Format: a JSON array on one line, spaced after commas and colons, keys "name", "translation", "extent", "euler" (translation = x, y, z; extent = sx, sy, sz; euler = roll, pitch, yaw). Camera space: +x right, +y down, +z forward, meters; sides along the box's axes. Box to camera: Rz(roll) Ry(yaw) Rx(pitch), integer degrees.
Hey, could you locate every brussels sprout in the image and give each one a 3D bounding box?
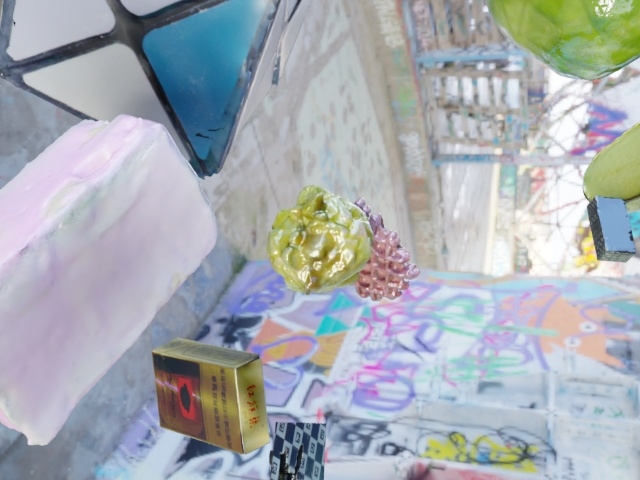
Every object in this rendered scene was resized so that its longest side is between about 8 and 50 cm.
[{"name": "brussels sprout", "translation": [0.288, -0.278, 0.724], "extent": [0.244, 0.243, 0.244], "euler": [2, 90, -72]}]

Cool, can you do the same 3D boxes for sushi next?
[{"name": "sushi", "translation": [-0.062, 0.492, 1.537], "extent": [0.279, 0.043, 0.193], "euler": [32, 57, -63]}]

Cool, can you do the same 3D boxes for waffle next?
[{"name": "waffle", "translation": [0.082, 0.025, 1.395], "extent": [0.234, 0.221, 0.055], "euler": [51, 53, -11]}]

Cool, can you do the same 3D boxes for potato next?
[{"name": "potato", "translation": [0.638, -0.139, 1.338], "extent": [0.111, 0.271, 0.160], "euler": [28, 36, -33]}]

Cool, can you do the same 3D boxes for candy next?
[{"name": "candy", "translation": [-0.223, 0.024, 0.619], "extent": [0.265, 0.115, 0.156], "euler": [-53, 140, -32]}]

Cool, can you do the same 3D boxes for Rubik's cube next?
[{"name": "Rubik's cube", "translation": [-0.173, -0.310, 0.850], "extent": [0.310, 0.306, 0.305], "euler": [-62, -178, 37]}]

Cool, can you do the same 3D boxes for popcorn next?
[{"name": "popcorn", "translation": [0.000, -0.001, 1.242], "extent": [0.187, 0.185, 0.167], "euler": [-1, 50, -44]}]

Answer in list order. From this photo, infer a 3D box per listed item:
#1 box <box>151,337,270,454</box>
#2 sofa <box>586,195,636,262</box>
[{"name": "box", "translation": [-0.197, 0.269, 1.245], "extent": [0.071, 0.240, 0.160], "euler": [-15, 103, -46]}, {"name": "sofa", "translation": [0.520, -0.020, 1.267], "extent": [0.039, 0.060, 0.118], "euler": [102, -9, -59]}]
